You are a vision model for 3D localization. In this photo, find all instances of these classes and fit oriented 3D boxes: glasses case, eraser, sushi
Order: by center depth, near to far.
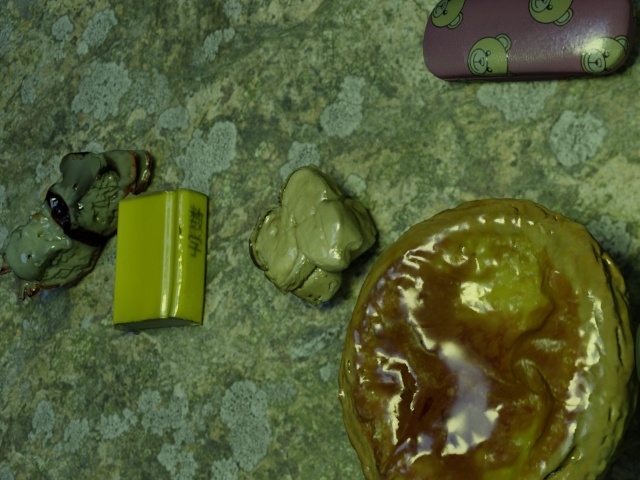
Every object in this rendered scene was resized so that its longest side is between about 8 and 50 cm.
[{"bbox_3d":[0.274,-0.278,1.803,0.316,0.076,0.123,4,83,39],"label":"glasses case"},{"bbox_3d":[-0.259,0.031,2.164,0.158,0.069,0.226,-9,74,39],"label":"eraser"},{"bbox_3d":[-0.417,-0.040,2.265,0.332,0.130,0.124,-54,50,18],"label":"sushi"}]

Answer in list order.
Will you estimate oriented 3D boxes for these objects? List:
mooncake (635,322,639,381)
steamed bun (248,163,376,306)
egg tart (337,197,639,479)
[{"bbox_3d":[0.476,0.113,1.458,0.275,0.135,0.275,-1,78,4],"label":"mooncake"},{"bbox_3d":[0.000,0.000,1.944,0.192,0.106,0.177,45,112,45],"label":"steamed bun"},{"bbox_3d":[0.219,0.169,1.681,0.443,0.178,0.443,-9,75,39],"label":"egg tart"}]
